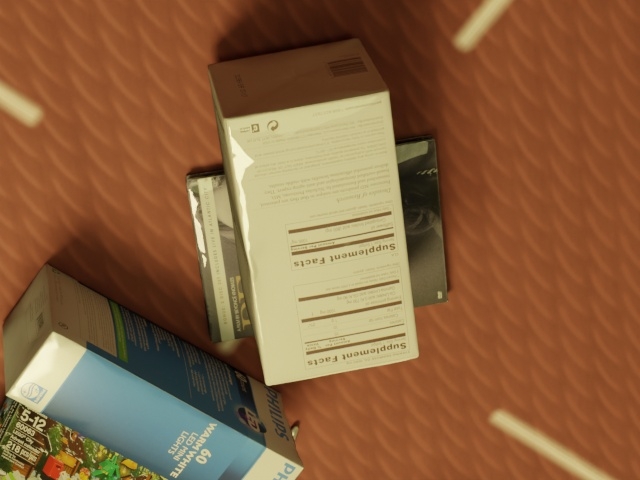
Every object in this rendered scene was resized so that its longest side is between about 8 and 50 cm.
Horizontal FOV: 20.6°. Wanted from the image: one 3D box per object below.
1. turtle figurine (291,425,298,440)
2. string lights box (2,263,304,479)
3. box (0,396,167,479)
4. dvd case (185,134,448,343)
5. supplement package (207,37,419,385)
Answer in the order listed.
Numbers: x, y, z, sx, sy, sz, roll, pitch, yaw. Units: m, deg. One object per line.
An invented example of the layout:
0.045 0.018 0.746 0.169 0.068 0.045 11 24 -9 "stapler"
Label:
0.003 0.370 1.704 0.198 0.274 0.266 15 135 -41 "turtle figurine"
-0.147 0.134 1.542 0.260 0.133 0.076 32 105 -22 "string lights box"
-0.200 0.236 1.577 0.233 0.044 0.159 35 61 -24 "box"
0.000 0.000 1.569 0.221 0.018 0.164 -9 117 -6 "dvd case"
-0.006 -0.024 1.470 0.134 0.139 0.244 -10 117 -5 "supplement package"
